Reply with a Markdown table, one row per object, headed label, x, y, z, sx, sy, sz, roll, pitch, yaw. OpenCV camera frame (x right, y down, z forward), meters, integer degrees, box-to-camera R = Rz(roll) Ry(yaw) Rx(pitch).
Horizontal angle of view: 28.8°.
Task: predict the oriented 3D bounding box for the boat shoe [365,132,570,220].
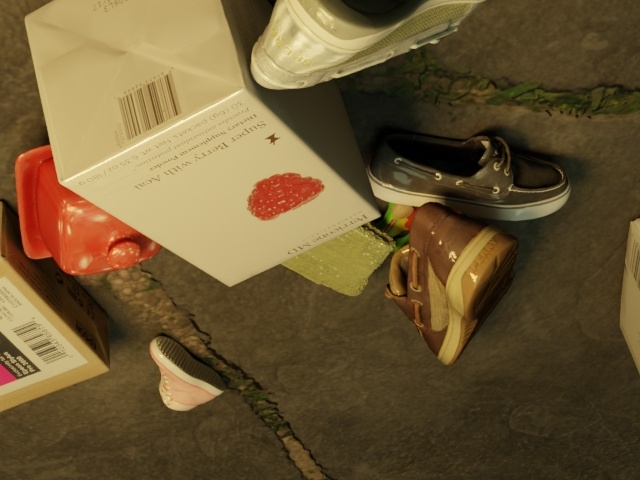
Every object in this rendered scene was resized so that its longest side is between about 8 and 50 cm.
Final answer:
| label | x | y | z | sx | sy | sz | roll | pitch | yaw |
| --- | --- | --- | --- | --- | --- | --- | --- | --- | --- |
| boat shoe | 0.163 | -0.079 | 1.324 | 0.228 | 0.080 | 0.076 | 7 | 137 | -8 |

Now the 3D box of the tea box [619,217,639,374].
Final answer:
| label | x | y | z | sx | sy | sz | roll | pitch | yaw |
| --- | --- | --- | --- | --- | --- | --- | --- | --- | --- |
| tea box | 0.554 | 0.129 | 1.435 | 0.323 | 0.329 | 0.220 | -11 | 137 | -2 |

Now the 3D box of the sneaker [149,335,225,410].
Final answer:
| label | x | y | z | sx | sy | sz | roll | pitch | yaw |
| --- | --- | --- | --- | --- | --- | --- | --- | --- | --- |
| sneaker | -0.182 | 0.170 | 1.534 | 0.070 | 0.051 | 0.134 | -32 | 138 | 15 |

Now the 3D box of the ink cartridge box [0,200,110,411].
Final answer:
| label | x | y | z | sx | sy | sz | roll | pitch | yaw |
| --- | --- | --- | --- | --- | --- | --- | --- | --- | --- |
| ink cartridge box | -0.372 | 0.086 | 1.378 | 0.193 | 0.088 | 0.235 | -22 | 137 | 11 |

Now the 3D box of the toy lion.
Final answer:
| label | x | y | z | sx | sy | sz | roll | pitch | yaw |
| --- | --- | --- | --- | --- | --- | --- | --- | --- | --- |
| toy lion | 0.107 | -0.023 | 1.404 | 0.096 | 0.034 | 0.100 | 8 | 135 | -30 |

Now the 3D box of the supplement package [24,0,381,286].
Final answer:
| label | x | y | z | sx | sy | sz | roll | pitch | yaw |
| --- | --- | --- | --- | --- | --- | --- | --- | --- | --- |
| supplement package | -0.094 | -0.105 | 1.108 | 0.177 | 0.175 | 0.293 | -26 | 153 | 15 |

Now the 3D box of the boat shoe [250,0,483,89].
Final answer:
| label | x | y | z | sx | sy | sz | roll | pitch | yaw |
| --- | --- | --- | --- | --- | --- | --- | --- | --- | --- |
| boat shoe | 0.055 | -0.205 | 1.029 | 0.118 | 0.320 | 0.103 | 48 | 128 | 2 |

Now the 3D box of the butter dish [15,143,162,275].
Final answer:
| label | x | y | z | sx | sy | sz | roll | pitch | yaw |
| --- | --- | --- | --- | --- | --- | --- | --- | --- | --- |
| butter dish | -0.214 | -0.020 | 1.255 | 0.159 | 0.118 | 0.160 | -15 | 140 | -22 |

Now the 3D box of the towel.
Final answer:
| label | x | y | z | sx | sy | sz | roll | pitch | yaw |
| --- | --- | --- | --- | --- | --- | --- | --- | --- | --- |
| towel | 0.000 | 0.000 | 1.382 | 0.148 | 0.027 | 0.110 | 26 | 133 | -9 |

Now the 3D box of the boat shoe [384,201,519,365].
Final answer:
| label | x | y | z | sx | sy | sz | roll | pitch | yaw |
| --- | --- | --- | --- | --- | --- | --- | --- | --- | --- |
| boat shoe | 0.138 | 0.043 | 1.401 | 0.123 | 0.123 | 0.342 | -52 | 166 | -11 |
